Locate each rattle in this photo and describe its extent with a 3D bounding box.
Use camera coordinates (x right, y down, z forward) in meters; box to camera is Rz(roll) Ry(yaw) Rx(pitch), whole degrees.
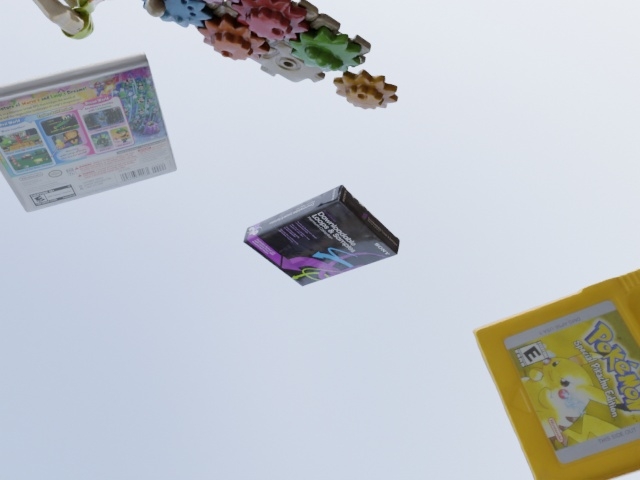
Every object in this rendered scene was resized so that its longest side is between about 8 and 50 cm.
[{"bbox_3d":[-0.340,-0.376,0.763,0.200,0.142,0.130,57,-157,10],"label":"rattle"}]

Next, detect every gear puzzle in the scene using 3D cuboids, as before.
[{"bbox_3d":[-0.046,-0.222,0.695,0.338,0.175,0.044,20,-104,-35],"label":"gear puzzle"}]

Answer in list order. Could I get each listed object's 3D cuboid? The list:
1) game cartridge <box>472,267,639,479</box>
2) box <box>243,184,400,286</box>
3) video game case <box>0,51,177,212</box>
[{"bbox_3d":[0.444,0.213,0.926,0.053,0.323,0.285,50,-161,-57],"label":"game cartridge"},{"bbox_3d":[0.000,0.000,0.730,0.116,0.162,0.029,40,-135,-32],"label":"box"},{"bbox_3d":[-0.226,-0.098,0.557,0.157,0.143,0.019,-18,-124,-13],"label":"video game case"}]
